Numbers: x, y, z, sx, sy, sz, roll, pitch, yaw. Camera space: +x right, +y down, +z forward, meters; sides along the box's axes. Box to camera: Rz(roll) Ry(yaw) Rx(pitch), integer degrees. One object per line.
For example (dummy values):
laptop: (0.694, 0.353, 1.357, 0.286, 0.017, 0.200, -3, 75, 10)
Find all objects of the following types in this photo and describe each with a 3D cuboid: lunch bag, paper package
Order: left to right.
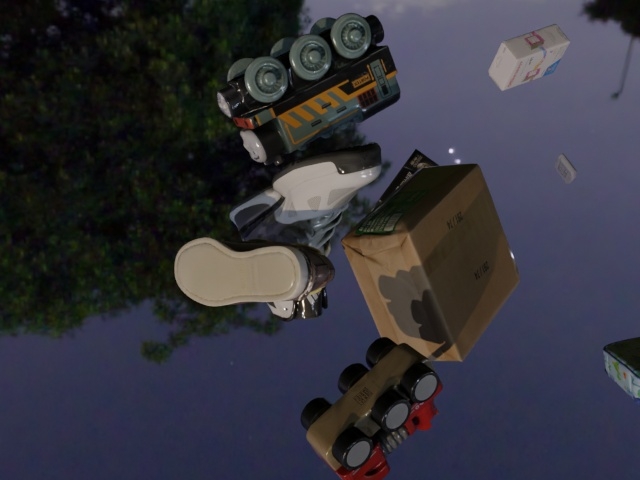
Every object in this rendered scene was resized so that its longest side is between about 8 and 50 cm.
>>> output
paper package: (0.234, 0.041, 1.508, 0.168, 0.309, 0.325, -7, -155, 43)
lunch bag: (0.803, 0.309, 1.798, 0.176, 0.090, 0.219, -13, -165, -4)

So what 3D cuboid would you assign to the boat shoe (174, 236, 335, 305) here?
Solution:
boat shoe: (-0.120, 0.051, 1.255, 0.324, 0.116, 0.097, -2, 179, 43)

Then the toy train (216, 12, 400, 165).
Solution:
toy train: (-0.013, -0.270, 1.316, 0.334, 0.190, 0.142, -31, -159, -17)

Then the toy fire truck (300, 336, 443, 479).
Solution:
toy fire truck: (0.100, 0.302, 1.207, 0.217, 0.246, 0.158, -41, -141, -15)

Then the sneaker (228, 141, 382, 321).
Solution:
sneaker: (0.001, 0.000, 1.331, 0.169, 0.257, 0.447, -16, 174, -31)

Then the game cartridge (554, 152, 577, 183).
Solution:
game cartridge: (0.526, -0.151, 1.596, 0.017, 0.056, 0.083, -29, 166, 5)

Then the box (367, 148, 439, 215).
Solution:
box: (0.207, -0.120, 1.896, 0.077, 0.147, 0.180, 36, -110, 2)

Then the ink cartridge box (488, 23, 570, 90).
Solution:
ink cartridge box: (0.383, -0.336, 1.373, 0.122, 0.088, 0.052, -21, -114, -17)
